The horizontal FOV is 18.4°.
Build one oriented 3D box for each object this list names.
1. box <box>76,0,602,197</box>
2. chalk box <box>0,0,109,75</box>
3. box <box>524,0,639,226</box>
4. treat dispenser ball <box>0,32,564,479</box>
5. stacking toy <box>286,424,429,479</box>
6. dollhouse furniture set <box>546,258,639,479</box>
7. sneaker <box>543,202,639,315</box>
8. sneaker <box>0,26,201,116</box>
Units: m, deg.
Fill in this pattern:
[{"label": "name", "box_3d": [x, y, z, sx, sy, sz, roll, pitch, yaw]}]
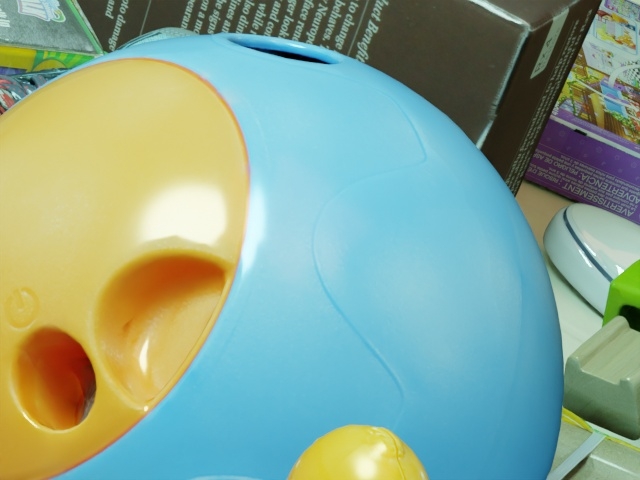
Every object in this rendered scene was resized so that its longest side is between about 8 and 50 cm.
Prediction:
[{"label": "box", "box_3d": [-0.026, -0.169, 1.284, 0.381, 0.191, 0.143, 34, 36, 17]}, {"label": "chalk box", "box_3d": [-0.210, -0.089, 1.104, 0.213, 0.132, 0.132, 6, 34, -32]}, {"label": "box", "box_3d": [0.200, -0.124, 1.537, 0.201, 0.057, 0.293, 24, 30, -4]}, {"label": "treat dispenser ball", "box_3d": [-0.042, 0.056, 0.840, 0.288, 0.288, 0.288, 19, 31, -12]}, {"label": "stacking toy", "box_3d": [-0.031, 0.175, 0.647, 0.166, 0.302, 0.175, 5, 35, -31]}, {"label": "dollhouse furniture set", "box_3d": [0.162, 0.163, 1.053, 0.197, 0.151, 0.301, 21, 41, 36]}, {"label": "sneaker", "box_3d": [0.273, 0.035, 1.306, 0.258, 0.091, 0.094, 31, 30, 10]}, {"label": "sneaker", "box_3d": [-0.141, -0.034, 0.974, 0.104, 0.125, 0.262, 37, 62, 24]}]
